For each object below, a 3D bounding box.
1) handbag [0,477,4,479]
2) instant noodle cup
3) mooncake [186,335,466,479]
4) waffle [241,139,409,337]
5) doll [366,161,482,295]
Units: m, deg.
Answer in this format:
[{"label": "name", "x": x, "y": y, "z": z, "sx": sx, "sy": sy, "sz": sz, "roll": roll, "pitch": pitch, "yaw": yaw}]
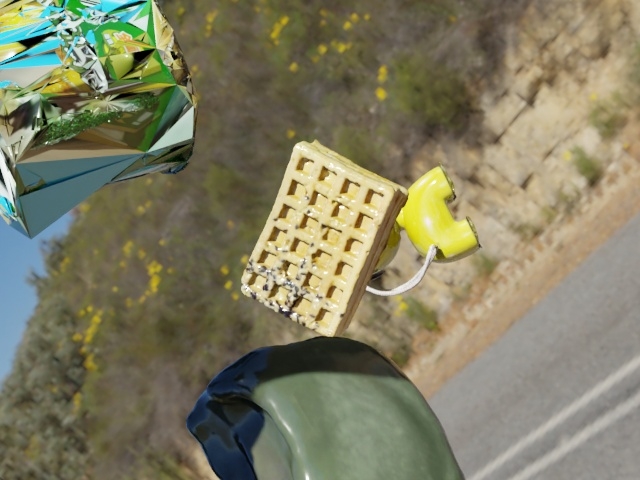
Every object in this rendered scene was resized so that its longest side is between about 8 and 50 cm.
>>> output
[{"label": "handbag", "x": -0.216, "y": 0.165, "z": 0.292, "sx": 0.332, "sy": 0.191, "sz": 0.075, "roll": -69, "pitch": -18, "yaw": -50}, {"label": "instant noodle cup", "x": -0.248, "y": -0.134, "z": 1.022, "sx": 0.178, "sy": 0.240, "sz": 0.240, "roll": -29, "pitch": -8, "yaw": -27}, {"label": "mooncake", "x": -0.002, "y": 0.144, "z": 0.626, "sx": 0.104, "sy": 0.168, "sz": 0.175, "roll": -38, "pitch": 29, "yaw": 36}, {"label": "waffle", "x": 0.000, "y": 0.000, "z": 0.930, "sx": 0.148, "sy": 0.102, "sz": 0.042, "roll": -66, "pitch": -11, "yaw": 18}, {"label": "doll", "x": 0.058, "y": -0.001, "z": 1.224, "sx": 0.221, "sy": 0.135, "sz": 0.143, "roll": -22, "pitch": -5, "yaw": 2}]
